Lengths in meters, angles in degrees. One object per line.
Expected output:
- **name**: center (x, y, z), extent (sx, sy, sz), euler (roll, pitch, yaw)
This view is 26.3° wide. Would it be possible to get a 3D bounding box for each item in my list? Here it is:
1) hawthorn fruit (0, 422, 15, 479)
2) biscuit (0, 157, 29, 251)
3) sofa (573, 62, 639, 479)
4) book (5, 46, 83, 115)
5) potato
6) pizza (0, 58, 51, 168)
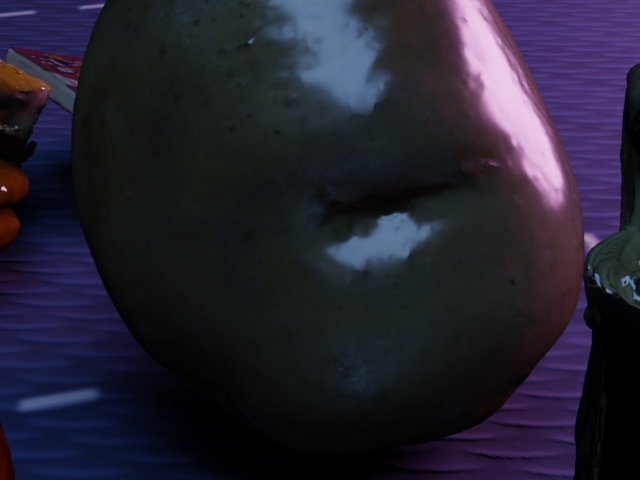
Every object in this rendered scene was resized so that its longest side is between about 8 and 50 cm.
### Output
- **hawthorn fruit**: center (-0.273, 0.096, 0.479), extent (0.300, 0.275, 0.275), euler (-1, 26, 22)
- **biscuit**: center (-0.293, -0.023, 0.853), extent (0.221, 0.066, 0.220), euler (3, 11, -1)
- **sofa**: center (0.197, 0.049, 0.554), extent (0.200, 0.258, 0.182), euler (2, 41, 8)
- **book**: center (-0.093, -0.096, 0.999), extent (0.232, 0.022, 0.162), euler (4, 21, -38)
- **potato**: center (-0.004, -0.043, 0.718), extent (0.243, 0.326, 0.221), euler (-28, -17, 14)
- **pizza**: center (-0.313, -0.115, 0.977), extent (0.305, 0.161, 0.085), euler (9, 66, 24)
